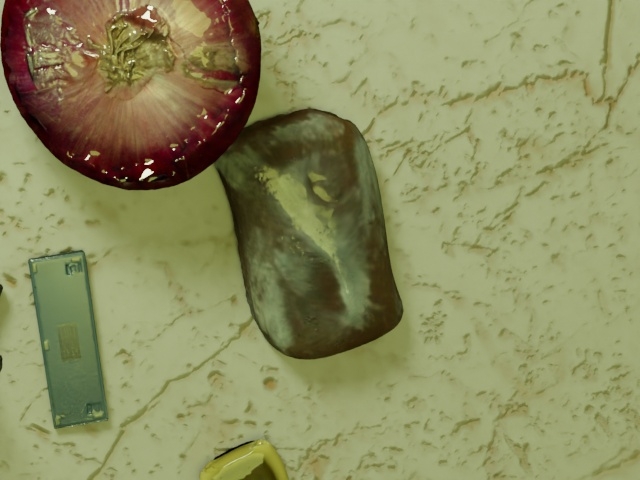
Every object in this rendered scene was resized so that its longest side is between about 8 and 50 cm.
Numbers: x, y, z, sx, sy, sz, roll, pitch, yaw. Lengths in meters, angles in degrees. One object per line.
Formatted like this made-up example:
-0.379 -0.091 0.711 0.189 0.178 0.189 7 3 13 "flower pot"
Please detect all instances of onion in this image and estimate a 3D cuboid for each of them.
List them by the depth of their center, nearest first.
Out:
-0.170 -0.167 1.388 0.248 0.161 0.248 -1 94 -13 "onion"

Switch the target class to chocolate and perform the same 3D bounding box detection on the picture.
-0.001 0.001 1.524 0.157 0.080 0.254 -17 108 -12 "chocolate"

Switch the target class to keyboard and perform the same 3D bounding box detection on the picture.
-0.245 0.098 1.509 0.055 0.014 0.176 -10 107 -14 "keyboard"

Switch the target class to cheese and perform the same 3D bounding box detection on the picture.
-0.060 0.288 1.605 0.086 0.036 0.162 -27 110 -8 "cheese"

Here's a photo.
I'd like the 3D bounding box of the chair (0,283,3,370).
-0.452 0.218 1.368 0.203 0.240 0.416 25 99 -21 "chair"
